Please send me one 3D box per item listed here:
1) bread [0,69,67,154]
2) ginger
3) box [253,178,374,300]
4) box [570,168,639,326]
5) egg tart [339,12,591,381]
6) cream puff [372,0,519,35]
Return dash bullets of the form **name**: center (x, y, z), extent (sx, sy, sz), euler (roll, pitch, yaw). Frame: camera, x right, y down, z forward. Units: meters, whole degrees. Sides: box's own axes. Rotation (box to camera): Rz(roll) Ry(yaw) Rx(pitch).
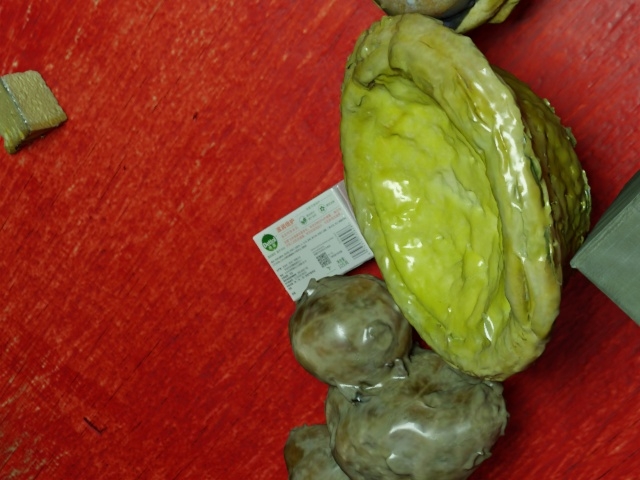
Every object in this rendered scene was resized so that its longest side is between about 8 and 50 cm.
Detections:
- **bread**: center (-0.374, -0.150, 1.317), extent (0.109, 0.080, 0.084), euler (-25, 94, 29)
- **ginger**: center (0.064, 0.227, 1.197), extent (0.256, 0.176, 0.375), euler (24, 124, 24)
- **box**: center (0.000, 0.000, 1.211), extent (0.125, 0.043, 0.089), euler (-29, 95, 32)
- **box**: center (0.337, -0.018, 0.928), extent (0.149, 0.231, 0.155), euler (42, 120, 6)
- **egg tart**: center (0.139, -0.048, 1.008), extent (0.345, 0.132, 0.345), euler (54, 156, 37)
- **cream puff**: center (0.118, -0.275, 0.999), extent (0.189, 0.129, 0.189), euler (16, 118, 33)
